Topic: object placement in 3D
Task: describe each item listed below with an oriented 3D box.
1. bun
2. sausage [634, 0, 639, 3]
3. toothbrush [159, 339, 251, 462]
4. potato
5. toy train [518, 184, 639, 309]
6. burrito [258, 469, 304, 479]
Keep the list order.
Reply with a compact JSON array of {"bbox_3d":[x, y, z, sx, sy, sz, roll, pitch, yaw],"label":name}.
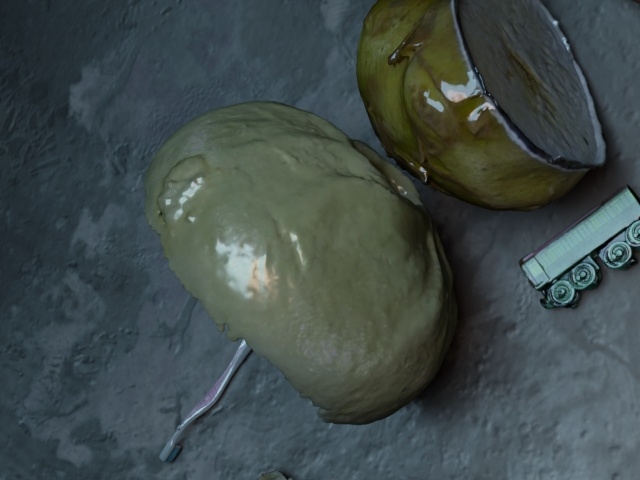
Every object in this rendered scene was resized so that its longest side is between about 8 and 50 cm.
[{"bbox_3d":[0.002,-0.002,1.451,0.202,0.364,0.364,-43,62,12],"label":"bun"},{"bbox_3d":[0.254,-0.326,1.517,0.433,0.088,0.088,32,96,30],"label":"sausage"},{"bbox_3d":[-0.123,0.172,1.660,0.204,0.022,0.017,-55,44,8],"label":"toothbrush"},{"bbox_3d":[0.138,-0.129,1.438,0.196,0.246,0.299,-37,20,28],"label":"potato"},{"bbox_3d":[0.272,0.009,1.460,0.148,0.038,0.071,-37,64,17],"label":"toy train"},{"bbox_3d":[-0.051,0.384,1.553,0.082,0.059,0.275,-6,76,46],"label":"burrito"}]
